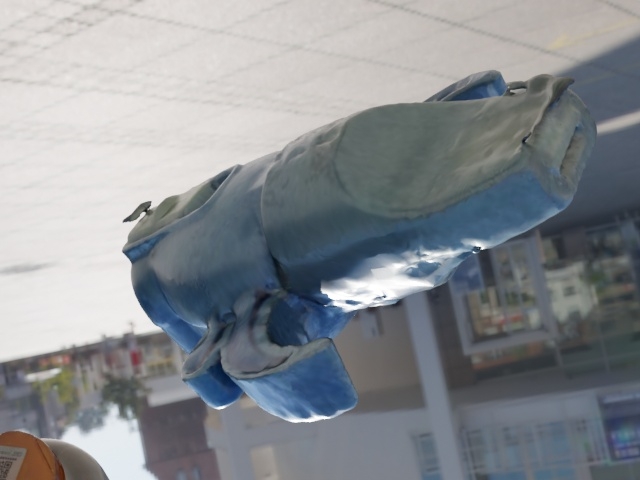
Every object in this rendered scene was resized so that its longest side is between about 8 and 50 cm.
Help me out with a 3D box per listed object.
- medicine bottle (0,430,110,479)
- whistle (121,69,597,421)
[{"bbox_3d":[-0.265,0.298,0.971,0.157,0.157,0.289,-12,141,-2],"label":"medicine bottle"},{"bbox_3d":[0.000,0.000,0.419,0.269,0.093,0.180,-17,-151,48],"label":"whistle"}]
